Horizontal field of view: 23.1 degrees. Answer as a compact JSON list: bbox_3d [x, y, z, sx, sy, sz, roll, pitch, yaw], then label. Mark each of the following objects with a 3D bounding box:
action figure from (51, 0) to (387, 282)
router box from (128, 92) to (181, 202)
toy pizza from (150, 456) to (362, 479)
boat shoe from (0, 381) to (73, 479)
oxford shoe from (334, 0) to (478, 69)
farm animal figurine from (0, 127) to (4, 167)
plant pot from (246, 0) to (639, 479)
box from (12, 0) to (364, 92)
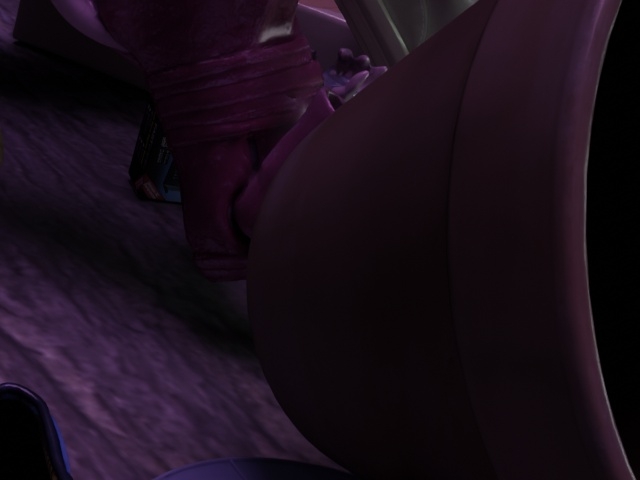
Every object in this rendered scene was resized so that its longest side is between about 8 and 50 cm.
[{"bbox_3d":[-0.054,-0.093,0.898,0.276,0.370,0.248,-15,2,-19],"label":"action figure"},{"bbox_3d":[-0.074,-0.084,1.096,0.092,0.122,0.038,5,29,-25],"label":"router box"},{"bbox_3d":[0.000,0.161,0.681,0.201,0.032,0.201,15,22,-6],"label":"toy pizza"},{"bbox_3d":[-0.126,0.139,0.564,0.109,0.089,0.258,7,24,-23],"label":"boat shoe"},{"bbox_3d":[0.093,-0.173,1.142,0.130,0.449,0.169,-22,50,11],"label":"oxford shoe"},{"bbox_3d":[-0.315,-0.095,0.864,0.330,0.172,0.327,6,-18,-25],"label":"farm animal figurine"},{"bbox_3d":[0.121,0.017,0.674,0.323,0.323,0.280,0,-6,-37],"label":"plant pot"},{"bbox_3d":[-0.086,-0.184,1.331,0.311,0.121,0.148,22,22,12],"label":"box"}]
